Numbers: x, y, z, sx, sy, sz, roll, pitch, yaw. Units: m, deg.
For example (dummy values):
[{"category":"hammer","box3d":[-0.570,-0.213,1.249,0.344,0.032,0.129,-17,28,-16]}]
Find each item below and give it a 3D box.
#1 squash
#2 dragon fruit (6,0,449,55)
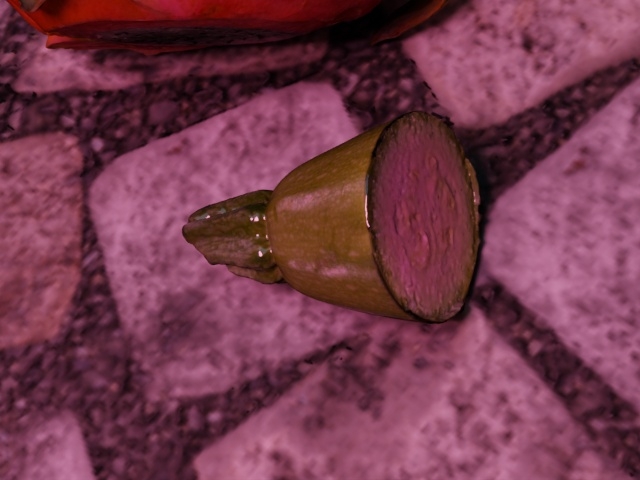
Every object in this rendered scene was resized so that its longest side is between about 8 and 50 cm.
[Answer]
[{"category":"squash","box3d":[0.001,-0.004,0.778,0.132,0.105,0.105,-8,56,35]},{"category":"dragon fruit","box3d":[-0.058,-0.186,0.803,0.291,0.290,0.189,-10,92,11]}]
